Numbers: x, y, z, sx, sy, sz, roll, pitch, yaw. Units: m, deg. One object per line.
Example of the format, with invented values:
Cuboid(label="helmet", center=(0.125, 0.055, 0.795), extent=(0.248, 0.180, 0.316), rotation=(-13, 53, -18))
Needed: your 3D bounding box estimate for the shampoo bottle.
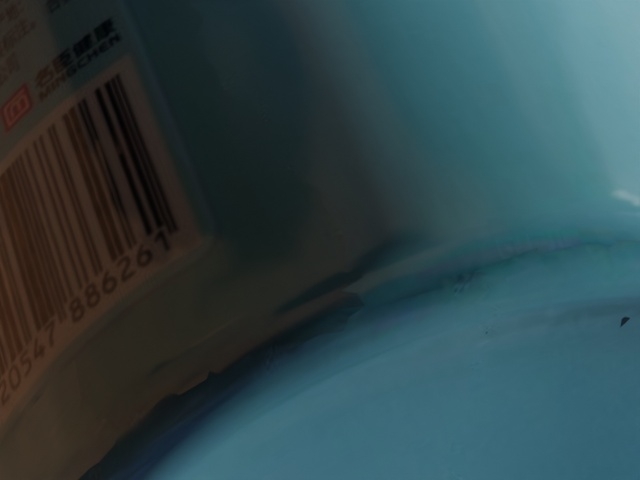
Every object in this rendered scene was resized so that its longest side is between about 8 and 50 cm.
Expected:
Cuboid(label="shampoo bottle", center=(0.000, 0.000, 0.718), extent=(0.331, 0.342, 0.331), rotation=(-12, 137, -11))
